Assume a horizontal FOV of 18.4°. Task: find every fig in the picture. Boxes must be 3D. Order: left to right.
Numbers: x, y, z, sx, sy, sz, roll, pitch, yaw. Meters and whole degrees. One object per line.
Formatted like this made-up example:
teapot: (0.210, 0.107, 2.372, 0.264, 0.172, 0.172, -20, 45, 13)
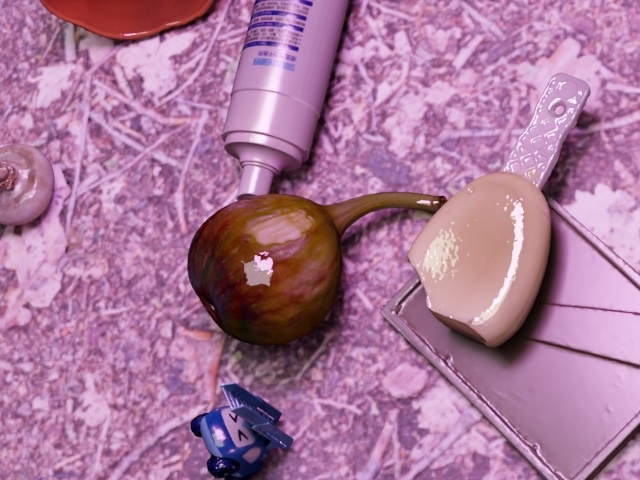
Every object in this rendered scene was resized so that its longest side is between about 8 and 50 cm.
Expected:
fig: (0.000, 0.000, 1.815, 0.245, 0.149, 0.149, -29, 61, -11)

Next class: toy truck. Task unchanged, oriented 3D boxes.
toy truck: (-0.080, 0.170, 1.767, 0.074, 0.136, 0.063, -31, 64, 9)

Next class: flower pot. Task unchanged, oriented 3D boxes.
flower pot: (-0.192, -0.326, 1.985, 0.190, 0.190, 0.173, -15, 54, 16)

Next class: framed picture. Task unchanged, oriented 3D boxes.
framed picture: (0.197, 0.078, 1.754, 0.189, 0.023, 0.260, -46, 61, 1)

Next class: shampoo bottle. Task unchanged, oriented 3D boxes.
shampoo bottle: (-0.030, -0.178, 1.903, 0.092, 0.092, 0.303, 6, 73, 24)

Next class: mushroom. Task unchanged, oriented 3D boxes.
mushroom: (-0.311, -0.060, 1.977, 0.085, 0.079, 0.085, -8, 70, 22)

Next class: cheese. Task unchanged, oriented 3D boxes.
cheese: (0.167, -0.035, 1.768, 0.127, 0.050, 0.255, 23, 81, 30)
